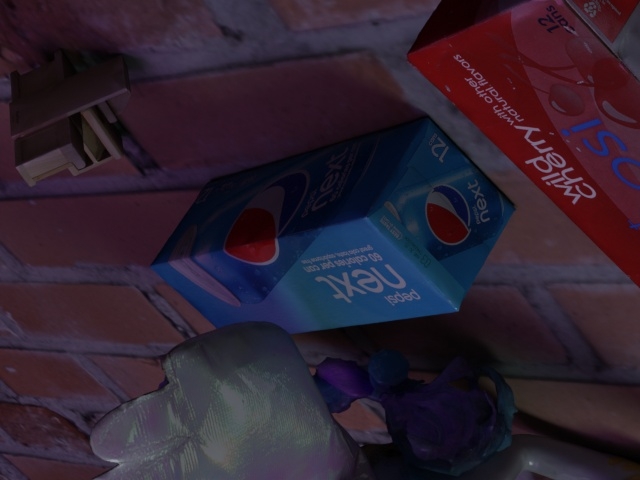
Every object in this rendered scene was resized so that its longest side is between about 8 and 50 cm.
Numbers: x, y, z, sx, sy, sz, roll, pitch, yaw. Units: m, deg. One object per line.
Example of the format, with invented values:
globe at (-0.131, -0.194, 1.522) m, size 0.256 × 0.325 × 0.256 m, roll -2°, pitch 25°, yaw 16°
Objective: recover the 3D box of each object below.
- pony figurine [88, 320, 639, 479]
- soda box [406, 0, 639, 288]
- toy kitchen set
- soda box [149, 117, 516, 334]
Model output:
pony figurine at (0.027, 0.182, 0.905) m, size 0.364 × 0.351 × 0.302 m, roll 17°, pitch 111°, yaw 14°
soda box at (0.162, -0.023, 0.661) m, size 0.263 × 0.083 × 0.092 m, roll 43°, pitch 151°, yaw -19°
toy kitchen set at (-0.122, -0.057, 0.938) m, size 0.068 × 0.083 × 0.075 m, roll -23°, pitch 133°, yaw 9°
soda box at (0.000, 0.000, 0.895) m, size 0.071 × 0.067 × 0.210 m, roll 44°, pitch 151°, yaw -21°
